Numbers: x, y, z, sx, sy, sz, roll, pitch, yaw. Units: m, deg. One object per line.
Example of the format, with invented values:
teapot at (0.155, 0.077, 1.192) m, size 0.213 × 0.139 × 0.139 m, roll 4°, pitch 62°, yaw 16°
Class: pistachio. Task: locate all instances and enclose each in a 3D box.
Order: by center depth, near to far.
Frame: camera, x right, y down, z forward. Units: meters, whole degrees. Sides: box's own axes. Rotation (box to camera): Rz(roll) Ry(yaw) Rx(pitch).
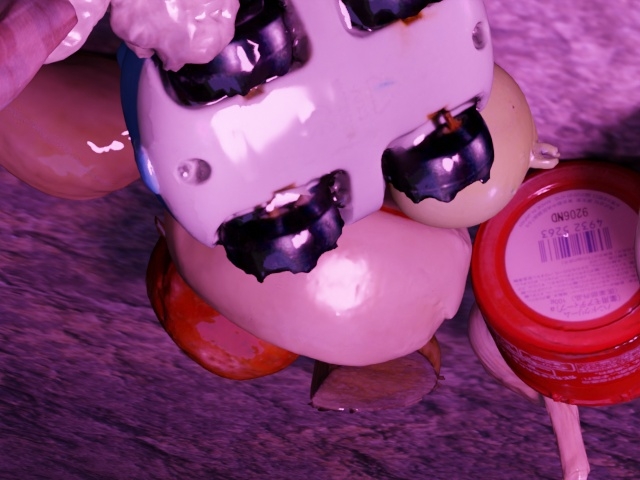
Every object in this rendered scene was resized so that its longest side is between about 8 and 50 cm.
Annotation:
pistachio at (-0.208, -0.100, 1.144) m, size 0.185 × 0.124 × 0.124 m, roll 25°, pitch 155°, yaw -16°

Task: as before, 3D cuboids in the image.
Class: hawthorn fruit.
hawthorn fruit at (-0.091, 0.034, 1.353) m, size 0.179 × 0.179 × 0.200 m, roll -11°, pitch 148°, yaw 40°

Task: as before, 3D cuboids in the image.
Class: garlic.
garlic at (0.247, 0.149, 1.446) m, size 0.199 × 0.226 × 0.199 m, roll 3°, pitch 156°, yaw 1°

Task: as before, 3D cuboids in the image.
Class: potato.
potato at (0.074, 0.117, 1.603) m, size 0.138 × 0.098 × 0.243 m, roll 9°, pitch 153°, yaw -10°

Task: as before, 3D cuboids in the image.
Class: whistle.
whistle at (0.034, -0.096, 1.049) m, size 0.294 × 0.141 × 0.141 m, roll 18°, pitch 158°, yaw -3°

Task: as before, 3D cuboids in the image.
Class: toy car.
toy car at (-0.017, -0.107, 0.921) m, size 0.190 × 0.255 × 0.188 m, roll 38°, pitch 152°, yaw 56°

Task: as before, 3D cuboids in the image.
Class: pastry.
pastry at (-0.002, 0.000, 1.167) m, size 0.265 × 0.133 × 0.265 m, roll 18°, pitch -166°, yaw -5°

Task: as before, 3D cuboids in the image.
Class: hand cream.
hand cream at (0.229, 0.037, 1.209) m, size 0.193 × 0.193 × 0.125 m, roll 2°, pitch 156°, yaw 17°

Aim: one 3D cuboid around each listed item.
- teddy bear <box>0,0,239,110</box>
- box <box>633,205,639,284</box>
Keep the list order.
teddy bear at (-0.205, -0.136, 0.711) m, size 0.327 × 0.362 × 0.375 m, roll 13°, pitch 156°, yaw -10°
box at (0.468, 0.025, 1.049) m, size 0.344 × 0.177 × 0.352 m, roll -12°, pitch 138°, yaw 35°
